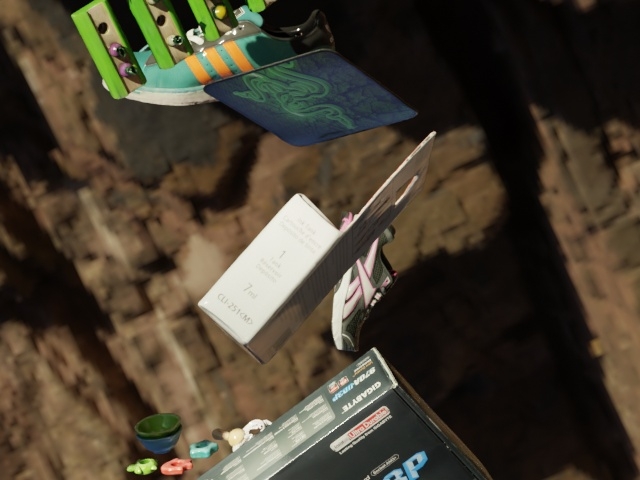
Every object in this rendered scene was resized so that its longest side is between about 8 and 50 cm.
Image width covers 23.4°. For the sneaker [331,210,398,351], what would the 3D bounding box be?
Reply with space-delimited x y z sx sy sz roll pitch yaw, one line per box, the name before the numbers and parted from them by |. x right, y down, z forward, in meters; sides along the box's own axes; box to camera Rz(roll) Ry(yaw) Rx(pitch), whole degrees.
sneaker | 0.055 0.055 1.890 0.072 0.077 0.178 -79 -6 -70

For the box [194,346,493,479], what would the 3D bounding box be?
box | 0.008 0.207 1.207 0.175 0.220 0.051 49 -173 -37

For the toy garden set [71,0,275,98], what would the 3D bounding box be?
toy garden set | -0.167 -0.303 1.723 0.049 0.244 0.203 19 140 54

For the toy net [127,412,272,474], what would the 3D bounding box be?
toy net | -0.154 0.282 2.179 0.122 0.232 0.045 -64 -33 -70

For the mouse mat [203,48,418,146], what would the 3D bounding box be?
mouse mat | -0.007 -0.140 1.556 0.190 0.153 0.007 29 -126 -54

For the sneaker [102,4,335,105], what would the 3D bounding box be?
sneaker | -0.131 -0.246 1.996 0.108 0.302 0.121 -119 28 -63

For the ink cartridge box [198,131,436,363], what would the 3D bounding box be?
ink cartridge box | 0.000 0.000 1.398 0.060 0.239 0.275 40 174 6
